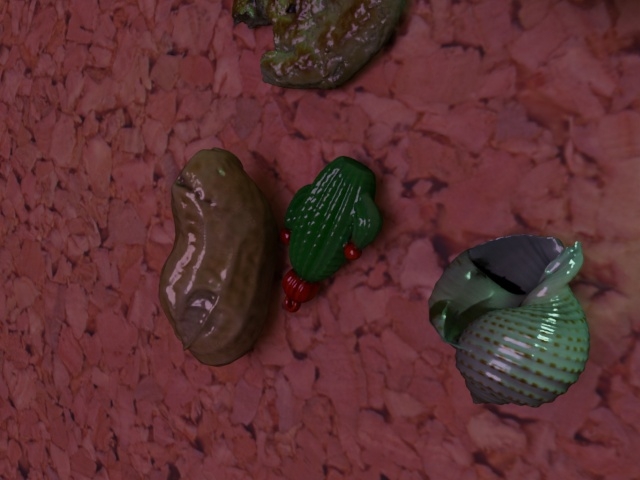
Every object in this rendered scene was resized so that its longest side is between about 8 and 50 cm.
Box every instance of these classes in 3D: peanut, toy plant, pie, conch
[{"bbox_3d":[-0.155,0.032,0.855,0.174,0.158,0.339,12,95,-6],"label":"peanut"},{"bbox_3d":[-0.002,-0.014,0.798,0.240,0.088,0.154,-44,56,38],"label":"toy plant"},{"bbox_3d":[-0.003,-0.366,0.799,0.303,0.067,0.302,0,91,35],"label":"pie"},{"bbox_3d":[0.225,0.096,0.625,0.200,0.131,0.172,-42,36,-14],"label":"conch"}]
